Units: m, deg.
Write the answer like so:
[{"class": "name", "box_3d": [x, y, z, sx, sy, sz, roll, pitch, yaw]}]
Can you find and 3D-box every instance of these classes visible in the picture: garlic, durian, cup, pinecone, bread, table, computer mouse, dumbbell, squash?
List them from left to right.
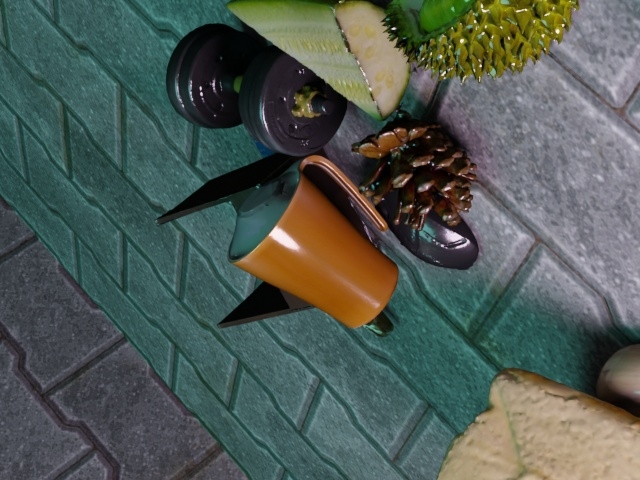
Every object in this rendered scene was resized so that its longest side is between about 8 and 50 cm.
[{"class": "dumbbell", "box_3d": [-0.108, -0.253, 1.752, 0.388, 0.185, 0.185, 23, 141, 46]}, {"class": "table", "box_3d": [-0.098, -0.007, 1.925, 0.282, 0.196, 0.250, -17, 110, 41]}, {"class": "cup", "box_3d": [0.000, 0.000, 1.695, 0.264, 0.226, 0.182, 37, 164, -19]}, {"class": "squash", "box_3d": [0.006, -0.297, 1.590, 0.289, 0.111, 0.203, 14, 138, 55]}, {"class": "pinecone", "box_3d": [0.139, -0.100, 1.551, 0.195, 0.150, 0.179, 38, -163, 5]}, {"class": "computer mouse", "box_3d": [0.158, -0.027, 1.713, 0.217, 0.073, 0.122, 46, 153, 19]}, {"class": "durian", "box_3d": [0.201, -0.295, 1.319, 0.352, 0.158, 0.169, 153, 117, -64]}, {"class": "bread", "box_3d": [0.394, 0.402, 1.498, 0.390, 0.279, 0.371, 19, 163, 37]}, {"class": "garlic", "box_3d": [0.479, 0.207, 1.453, 0.266, 0.149, 0.128, 166, 106, -67]}]

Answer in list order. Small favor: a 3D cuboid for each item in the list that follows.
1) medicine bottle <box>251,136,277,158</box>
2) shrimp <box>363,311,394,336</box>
[{"class": "medicine bottle", "box_3d": [-0.112, -0.213, 1.957, 0.051, 0.051, 0.191, 1, 123, 59]}, {"class": "shrimp", "box_3d": [0.024, 0.094, 2.093, 0.317, 0.077, 0.168, 45, 163, 26]}]
